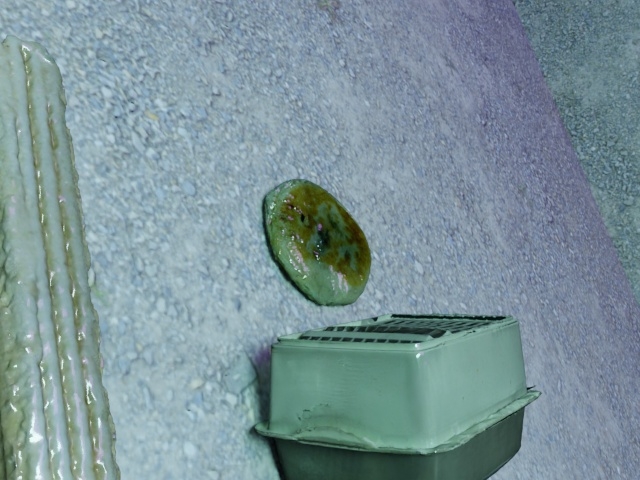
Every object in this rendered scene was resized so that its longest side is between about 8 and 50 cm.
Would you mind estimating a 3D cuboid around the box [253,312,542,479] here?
[{"bbox_3d":[0.090,0.170,0.781,0.291,0.221,0.166,-3,89,-54],"label":"box"}]

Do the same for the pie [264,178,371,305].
[{"bbox_3d":[0.000,0.000,0.954,0.187,0.041,0.186,32,43,-36],"label":"pie"}]

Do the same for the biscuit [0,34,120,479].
[{"bbox_3d":[-0.224,0.053,0.529,0.079,0.144,0.425,10,57,-48],"label":"biscuit"}]
